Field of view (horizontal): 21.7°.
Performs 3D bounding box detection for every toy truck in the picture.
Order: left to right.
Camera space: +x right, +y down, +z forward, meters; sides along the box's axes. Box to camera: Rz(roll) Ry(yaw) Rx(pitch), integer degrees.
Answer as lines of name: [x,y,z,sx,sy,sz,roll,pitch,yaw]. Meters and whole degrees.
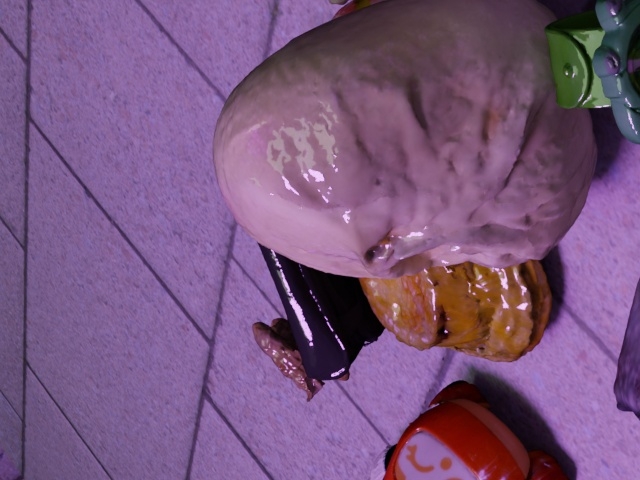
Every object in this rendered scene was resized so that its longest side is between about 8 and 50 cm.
toy truck: [0.138,0.320,1.921,0.189,0.239,0.265,43,147,31]

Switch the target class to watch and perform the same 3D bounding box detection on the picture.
watch: [0.274,-0.150,1.367,0.152,0.165,0.131,-142,38,-75]

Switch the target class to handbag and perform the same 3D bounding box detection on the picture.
handbag: [0.000,0.000,1.890,0.088,0.244,0.275,-14,104,22]

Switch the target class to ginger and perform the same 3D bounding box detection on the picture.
ginger: [0.002,0.109,1.999,0.122,0.290,0.084,39,109,5]

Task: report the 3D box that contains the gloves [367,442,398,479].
gloves: [0.104,0.334,2.153,0.119,0.097,0.229,62,154,25]

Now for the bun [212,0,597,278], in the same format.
bun: [0.088,-0.074,1.514,0.361,0.361,0.213,110,152,-56]

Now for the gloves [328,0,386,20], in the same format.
gloves: [0.102,-0.262,1.567,0.145,0.126,0.241,38,150,-5]

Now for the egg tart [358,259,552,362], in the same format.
egg tart: [0.122,0.024,1.790,0.294,0.123,0.294,43,149,34]

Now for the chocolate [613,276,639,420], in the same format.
chocolate: [0.377,0.046,1.245,0.303,0.303,0.213,8,94,58]
